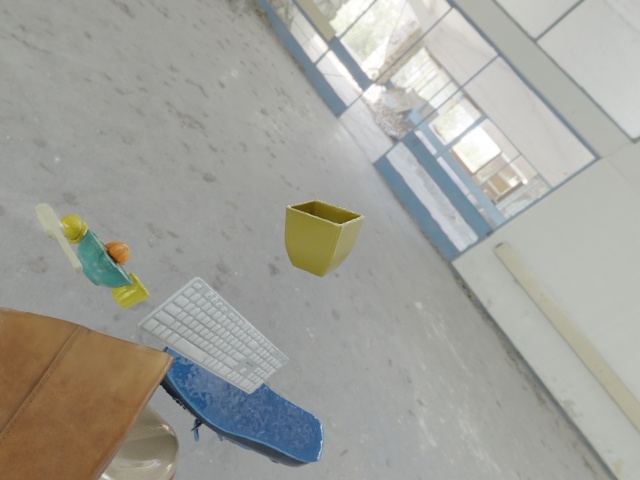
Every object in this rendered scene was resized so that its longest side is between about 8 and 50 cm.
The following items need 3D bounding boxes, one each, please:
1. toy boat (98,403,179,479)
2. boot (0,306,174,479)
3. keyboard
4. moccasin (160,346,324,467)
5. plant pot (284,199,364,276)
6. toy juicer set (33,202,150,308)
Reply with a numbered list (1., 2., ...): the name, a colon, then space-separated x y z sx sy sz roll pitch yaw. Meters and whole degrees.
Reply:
1. toy boat: -0.325 0.347 0.650 0.231 0.151 0.151 13 1 45
2. boot: -0.167 0.202 0.258 0.264 0.096 0.280 20 50 -2
3. keyboard: -0.107 0.123 0.487 0.014 0.072 0.256 37 -15 34
4. moccasin: -0.145 0.298 0.705 0.342 0.116 0.138 46 38 -17
5. plant pot: 0.000 0.000 0.560 0.081 0.083 0.081 20 19 23
6. toy juicer set: -0.440 0.010 0.820 0.209 0.089 0.329 49 -19 11
